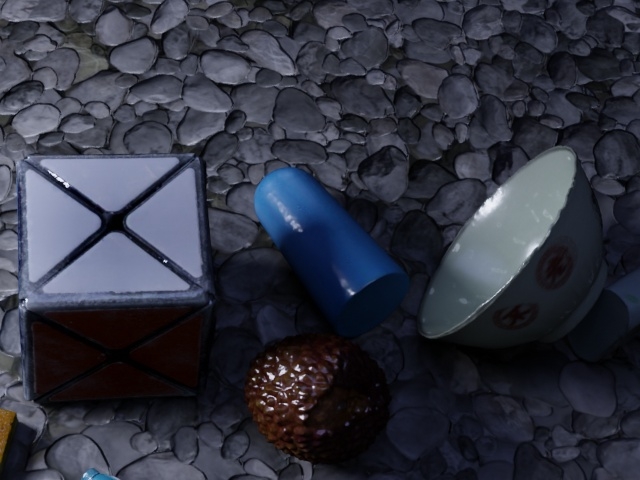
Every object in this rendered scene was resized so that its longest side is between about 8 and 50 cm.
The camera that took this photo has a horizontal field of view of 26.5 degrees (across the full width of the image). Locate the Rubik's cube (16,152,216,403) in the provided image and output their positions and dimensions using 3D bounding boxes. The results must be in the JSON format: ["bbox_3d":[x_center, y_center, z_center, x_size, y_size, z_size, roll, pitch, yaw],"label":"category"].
[{"bbox_3d":[-0.276,0.048,1.833,0.255,0.259,0.260,-1,56,-12],"label":"Rubik's cube"}]

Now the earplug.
[{"bbox_3d":[0.000,0.000,1.998,0.132,0.132,0.273,-25,59,-24],"label":"earplug"}]

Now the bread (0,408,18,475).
[{"bbox_3d":[-0.453,0.259,1.788,0.095,0.035,0.090,12,54,-1],"label":"bread"}]

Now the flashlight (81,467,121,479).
[{"bbox_3d":[-0.259,0.343,1.755,0.129,0.051,0.051,34,56,19],"label":"flashlight"}]

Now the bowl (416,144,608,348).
[{"bbox_3d":[0.303,0.042,1.934,0.158,0.337,0.337,37,54,-12],"label":"bowl"}]

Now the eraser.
[{"bbox_3d":[0.483,0.080,1.989,0.227,0.174,0.081,-27,74,-26],"label":"eraser"}]

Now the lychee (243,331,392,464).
[{"bbox_3d":[-0.012,0.210,1.821,0.188,0.188,0.188,5,54,-6],"label":"lychee"}]
